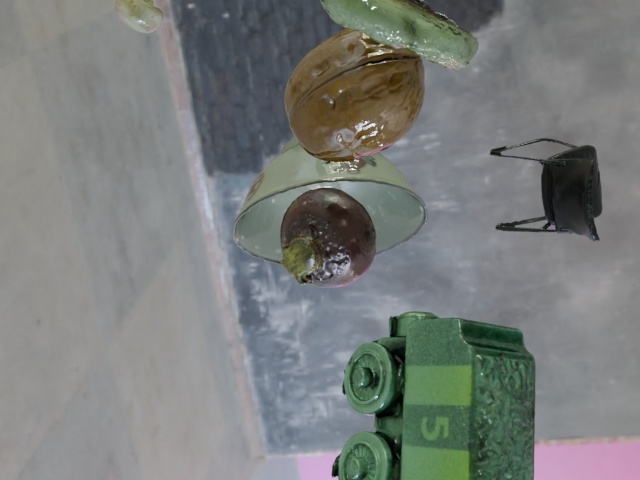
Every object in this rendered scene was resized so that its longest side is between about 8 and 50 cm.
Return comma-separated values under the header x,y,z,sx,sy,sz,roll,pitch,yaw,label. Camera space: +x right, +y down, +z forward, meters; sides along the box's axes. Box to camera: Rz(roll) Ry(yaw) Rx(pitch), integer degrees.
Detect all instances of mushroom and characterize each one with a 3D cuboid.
x,y,z,sx,sy,sz,roll,pitch,yaw,label
-0.302,-0.385,1.514,0.067,0.083,0.083,-62,174,9,mushroom

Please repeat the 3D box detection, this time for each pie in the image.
x,y,z,sx,sy,sz,roll,pitch,yaw,label
0.074,-0.258,1.013,0.054,0.240,0.240,-60,-177,20,pie

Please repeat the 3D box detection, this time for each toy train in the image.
x,y,z,sx,sy,sz,roll,pitch,yaw,label
0.145,0.233,1.138,0.167,0.238,0.299,11,75,-39,toy train

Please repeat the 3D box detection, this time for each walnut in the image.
x,y,z,sx,sy,sz,roll,pitch,yaw,label
0.047,-0.193,1.205,0.167,0.207,0.167,38,36,-35,walnut

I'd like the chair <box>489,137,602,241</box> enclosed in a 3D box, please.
x,y,z,sx,sy,sz,roll,pitch,yaw,label
0.390,-0.081,1.421,0.221,0.145,0.140,14,-65,61,chair

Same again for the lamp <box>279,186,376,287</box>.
x,y,z,sx,sy,sz,roll,pitch,yaw,label
0.004,0.001,1.362,0.135,0.156,0.157,-21,114,-53,lamp

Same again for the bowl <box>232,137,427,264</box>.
x,y,z,sx,sy,sz,roll,pitch,yaw,label
0.009,-0.088,1.575,0.337,0.337,0.157,64,18,-64,bowl
